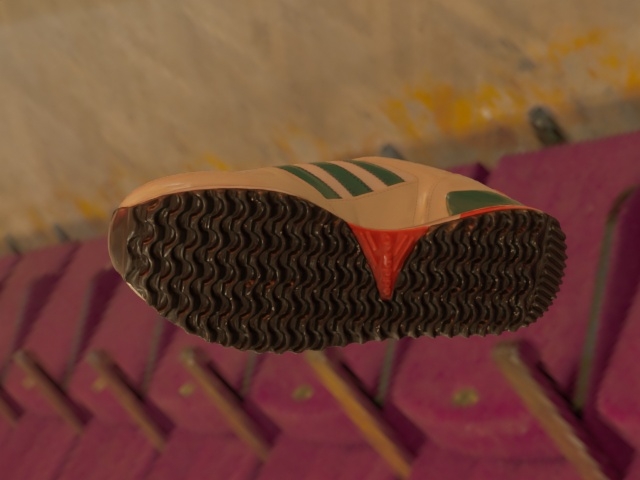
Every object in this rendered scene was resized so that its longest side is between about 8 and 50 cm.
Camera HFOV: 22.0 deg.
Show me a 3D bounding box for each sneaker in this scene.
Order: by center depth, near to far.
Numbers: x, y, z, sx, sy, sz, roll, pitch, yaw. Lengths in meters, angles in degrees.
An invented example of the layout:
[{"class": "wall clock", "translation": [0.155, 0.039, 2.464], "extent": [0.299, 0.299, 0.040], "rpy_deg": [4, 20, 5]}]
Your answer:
[{"class": "sneaker", "translation": [0.000, 0.000, 0.570], "extent": [0.075, 0.161, 0.057], "rpy_deg": [-139, 54, -63]}]
